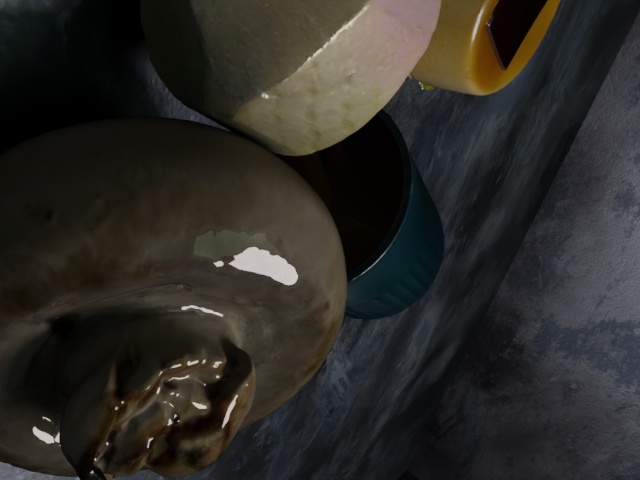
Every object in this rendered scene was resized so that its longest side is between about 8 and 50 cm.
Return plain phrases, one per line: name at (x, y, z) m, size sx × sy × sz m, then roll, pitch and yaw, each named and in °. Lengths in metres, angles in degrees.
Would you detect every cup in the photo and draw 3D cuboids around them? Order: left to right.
cup at (0.017, 0.003, 0.850) m, size 0.308 × 0.242 × 0.292 m, roll -68°, pitch 157°, yaw -4°

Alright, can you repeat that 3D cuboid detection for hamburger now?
hamburger at (0.202, -0.336, 0.879) m, size 0.300 × 0.176 × 0.300 m, roll -40°, pitch 149°, yaw -30°

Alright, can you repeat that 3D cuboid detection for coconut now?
coconut at (-0.037, -0.201, 0.532) m, size 0.259 × 0.259 × 0.259 m, roll -41°, pitch 149°, yaw -31°

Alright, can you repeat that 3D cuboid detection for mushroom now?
mushroom at (-0.141, 0.080, 0.545) m, size 0.362 × 0.294 × 0.362 m, roll -13°, pitch 137°, yaw -12°
